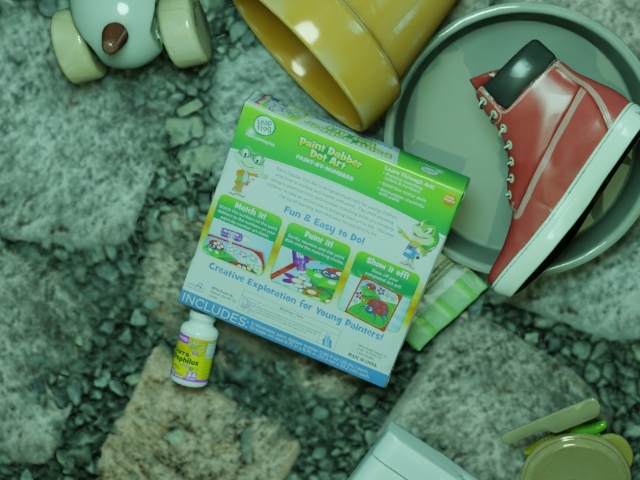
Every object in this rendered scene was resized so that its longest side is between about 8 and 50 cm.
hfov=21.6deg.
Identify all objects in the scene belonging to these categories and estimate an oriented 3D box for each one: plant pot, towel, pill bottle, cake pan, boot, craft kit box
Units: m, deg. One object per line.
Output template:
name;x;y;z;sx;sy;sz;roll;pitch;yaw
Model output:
plant pot;0.042;-0.248;1.711;0.188;0.205;0.205;-43;96;-6
towel;0.094;0.033;1.842;0.113;0.023;0.152;-43;98;12
pill bottle;-0.138;0.117;1.858;0.043;0.043;0.083;13;101;1
cake pan;0.214;-0.108;1.787;0.293;0.054;0.293;1;101;4
boot;0.202;-0.077;1.734;0.176;0.088;0.244;35;110;12
craft kit box;0.000;0.000;1.787;0.250;0.061;0.246;23;116;4

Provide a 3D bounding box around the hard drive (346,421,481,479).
hard drive;0.073;0.407;1.888;0.233;0.047;0.353;34;105;-3

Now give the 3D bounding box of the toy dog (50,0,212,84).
toy dog;-0.233;-0.306;1.723;0.220;0.161;0.333;-33;97;9

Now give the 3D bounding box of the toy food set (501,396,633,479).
toy food set;0.287;0.263;1.867;0.132;0.038;0.192;-22;110;13
